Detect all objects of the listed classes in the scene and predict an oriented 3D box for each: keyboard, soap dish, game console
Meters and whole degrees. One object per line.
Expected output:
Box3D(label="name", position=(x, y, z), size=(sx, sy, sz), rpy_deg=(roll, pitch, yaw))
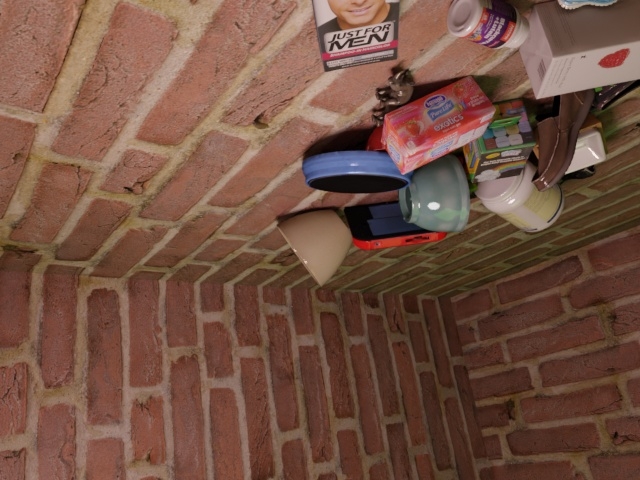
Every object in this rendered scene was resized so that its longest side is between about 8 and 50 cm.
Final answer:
Box3D(label="keyboard", position=(0.827, -0.421, 1.837), size=(0.180, 0.023, 0.108), rpy_deg=(-13, -160, 9))
Box3D(label="soap dish", position=(0.913, -0.352, 2.007), size=(0.229, 0.118, 0.291), rpy_deg=(-19, 157, 27))
Box3D(label="game console", position=(0.305, -0.083, 2.260), size=(0.387, 0.342, 0.060), rpy_deg=(-7, 122, -3))

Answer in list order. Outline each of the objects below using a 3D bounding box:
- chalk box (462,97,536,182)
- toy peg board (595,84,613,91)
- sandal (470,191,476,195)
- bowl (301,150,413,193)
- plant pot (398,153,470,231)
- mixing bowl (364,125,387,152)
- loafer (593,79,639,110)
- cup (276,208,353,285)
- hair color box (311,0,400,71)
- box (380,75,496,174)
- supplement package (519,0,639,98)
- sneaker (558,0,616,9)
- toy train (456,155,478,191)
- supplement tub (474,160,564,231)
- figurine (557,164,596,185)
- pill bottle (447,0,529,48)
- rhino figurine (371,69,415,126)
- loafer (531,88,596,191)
Box3D(label="chalk box", position=(0.589, -0.344, 1.819), size=(0.180, 0.179, 0.289), rpy_deg=(-9, 159, 3))
Box3D(label="toy peg board", position=(0.854, -0.519, 1.599), size=(0.161, 0.079, 0.161), rpy_deg=(-20, 157, 26))
Box3D(label="sandal", position=(0.640, -0.216, 2.355), size=(0.090, 0.060, 0.219), rpy_deg=(-8, 175, 15))
Box3D(label="bowl", position=(0.129, -0.229, 1.912), size=(0.391, 0.077, 0.391), rpy_deg=(1, 175, 0))
Box3D(label="plant pot", position=(0.404, -0.163, 2.038), size=(0.196, 0.293, 0.293), rpy_deg=(-8, 160, -9))
Box3D(label="mixing bowl", position=(0.229, -0.325, 1.800), size=(0.181, 0.098, 0.181), rpy_deg=(0, 175, 0))
Box3D(label="loafer", position=(0.985, -0.500, 1.678), size=(0.302, 0.095, 0.109), rpy_deg=(-25, 153, 37))
Box3D(label="cup", position=(0.000, 0.000, 2.360), size=(0.237, 0.331, 0.331), rpy_deg=(-36, 159, -4))
Box3D(label="hair color box", position=(0.071, -0.538, 1.184), size=(0.185, 0.113, 0.374), rpy_deg=(-10, 159, 3))
Box3D(label="box", position=(0.348, -0.344, 1.646), size=(0.300, 0.142, 0.154), rpy_deg=(-26, 161, -8))
Box3D(label="supplement package", position=(0.700, -0.512, 1.416), size=(0.293, 0.175, 0.177), rpy_deg=(-11, 158, 4))
Box3D(label="sneaker", position=(0.662, -0.607, 1.315), size=(0.162, 0.063, 0.073), rpy_deg=(-11, 156, 4))
Box3D(label="toy train", position=(0.566, -0.249, 2.066), size=(0.105, 0.143, 0.248), rpy_deg=(0, 166, -24))
Box3D(label="supplement tub", position=(0.773, -0.190, 2.145), size=(0.325, 0.235, 0.235), rpy_deg=(24, 144, -35))
Box3D(label="figurine", position=(0.987, -0.282, 2.280), size=(0.215, 0.092, 0.209), rpy_deg=(4, 160, -29))
Box3D(label="pill bottle", position=(0.416, -0.533, 1.341), size=(0.193, 0.108, 0.108), rpy_deg=(3, 156, -30))
Box3D(label="rhino figurine", position=(0.220, -0.421, 1.610), size=(0.106, 0.073, 0.243), rpy_deg=(-13, 158, -8))
Box3D(label="loafer", position=(0.742, -0.336, 1.748), size=(0.130, 0.366, 0.134), rpy_deg=(20, -179, 1))
